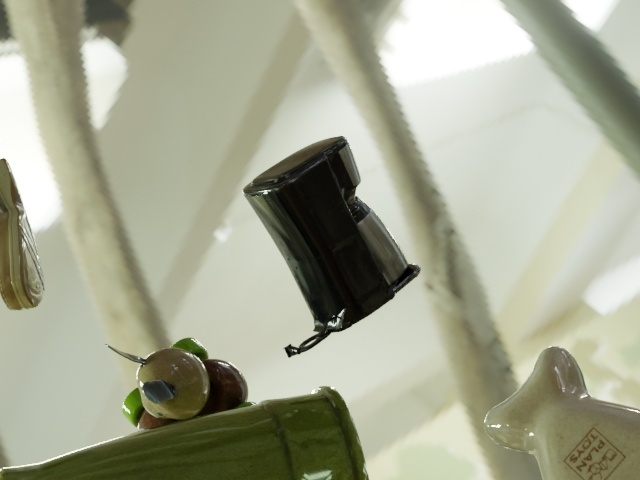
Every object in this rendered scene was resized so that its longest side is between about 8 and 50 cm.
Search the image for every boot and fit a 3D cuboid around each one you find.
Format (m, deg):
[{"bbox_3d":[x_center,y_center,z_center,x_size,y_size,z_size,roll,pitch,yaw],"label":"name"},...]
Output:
[{"bbox_3d":[-0.444,0.016,2.150,0.203,0.262,0.095,-18,-48,-6],"label":"boot"}]

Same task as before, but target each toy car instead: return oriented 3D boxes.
[{"bbox_3d":[-0.177,0.182,2.077,0.149,0.155,0.188,-48,-34,1],"label":"toy car"}]

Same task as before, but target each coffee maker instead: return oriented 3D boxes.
[{"bbox_3d":[0.000,0.000,1.928,0.120,0.178,0.171,-19,18,40],"label":"coffee maker"}]

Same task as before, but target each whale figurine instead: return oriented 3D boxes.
[{"bbox_3d":[0.266,0.212,1.539,0.216,0.272,0.141,-51,-35,3],"label":"whale figurine"}]

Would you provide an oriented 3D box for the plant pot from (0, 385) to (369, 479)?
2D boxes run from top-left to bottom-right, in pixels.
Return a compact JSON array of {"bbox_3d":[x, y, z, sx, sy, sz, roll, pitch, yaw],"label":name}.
[{"bbox_3d":[-0.153,0.341,1.834,0.353,0.366,0.366,-3,-37,-13],"label":"plant pot"}]
